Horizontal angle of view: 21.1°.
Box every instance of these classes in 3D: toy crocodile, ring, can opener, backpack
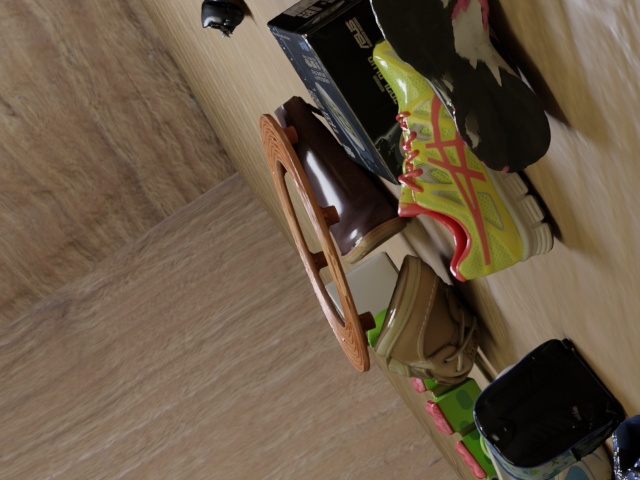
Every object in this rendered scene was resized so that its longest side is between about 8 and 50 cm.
[{"bbox_3d":[0.189,0.225,2.263,0.340,0.105,0.115,56,176,5],"label":"toy crocodile"},{"bbox_3d":[0.000,0.000,2.078,0.336,0.032,0.336,159,90,-84],"label":"ring"},{"bbox_3d":[-0.131,-0.311,2.316,0.059,0.073,0.186,18,-176,-7],"label":"can opener"},{"bbox_3d":[0.203,0.163,1.559,0.105,0.114,0.084,54,175,28],"label":"backpack"}]

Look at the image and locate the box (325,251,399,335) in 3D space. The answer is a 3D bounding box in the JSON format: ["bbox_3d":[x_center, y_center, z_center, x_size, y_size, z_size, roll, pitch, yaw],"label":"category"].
[{"bbox_3d":[0.073,0.098,2.612,0.094,0.113,0.275,57,175,8],"label":"box"}]

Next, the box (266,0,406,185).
[{"bbox_3d":[0.037,-0.137,1.446,0.147,0.077,0.180,57,176,-16],"label":"box"}]

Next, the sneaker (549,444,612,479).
[{"bbox_3d":[0.277,0.278,1.806,0.085,0.086,0.237,50,174,43],"label":"sneaker"}]

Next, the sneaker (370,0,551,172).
[{"bbox_3d":[0.082,-0.127,1.103,0.077,0.072,0.178,-99,-17,-74],"label":"sneaker"}]

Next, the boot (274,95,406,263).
[{"bbox_3d":[0.010,-0.080,2.099,0.207,0.090,0.248,55,180,-6],"label":"boot"}]

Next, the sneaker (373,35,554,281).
[{"bbox_3d":[0.090,-0.060,1.312,0.208,0.094,0.081,58,177,0],"label":"sneaker"}]

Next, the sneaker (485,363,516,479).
[{"bbox_3d":[0.238,0.222,1.880,0.121,0.079,0.216,-34,-60,-59],"label":"sneaker"}]

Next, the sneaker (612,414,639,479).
[{"bbox_3d":[0.272,0.197,1.305,0.087,0.083,0.221,66,170,-16],"label":"sneaker"}]

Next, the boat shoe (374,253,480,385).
[{"bbox_3d":[0.137,0.101,2.026,0.110,0.121,0.341,18,171,9],"label":"boat shoe"}]
